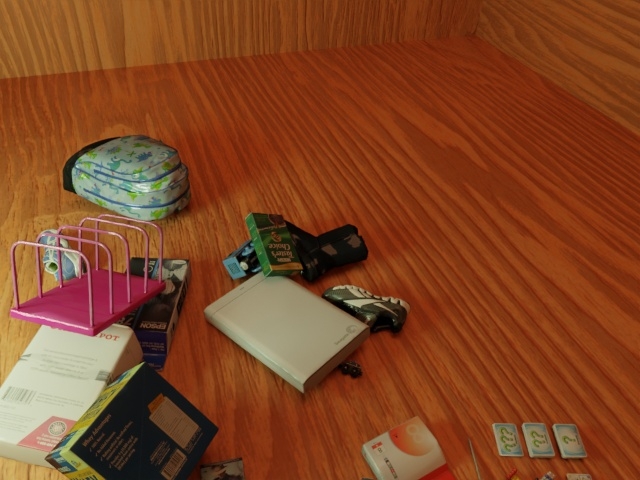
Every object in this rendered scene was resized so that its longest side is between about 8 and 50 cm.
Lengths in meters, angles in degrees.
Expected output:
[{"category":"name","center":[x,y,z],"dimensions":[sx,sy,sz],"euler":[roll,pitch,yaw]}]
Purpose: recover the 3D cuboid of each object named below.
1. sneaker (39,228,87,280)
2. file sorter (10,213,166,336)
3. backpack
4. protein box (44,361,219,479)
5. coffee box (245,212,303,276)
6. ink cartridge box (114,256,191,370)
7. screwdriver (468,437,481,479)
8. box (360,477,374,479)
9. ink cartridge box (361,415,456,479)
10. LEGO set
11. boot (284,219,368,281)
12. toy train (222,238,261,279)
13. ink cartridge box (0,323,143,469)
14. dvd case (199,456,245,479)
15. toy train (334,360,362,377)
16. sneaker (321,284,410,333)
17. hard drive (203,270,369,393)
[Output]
[{"category":"sneaker","center":[-0.732,0.037,1.461],"dimensions":[0.211,0.080,0.081],"euler":[34,46,32]},{"category":"file sorter","center":[-0.515,0.059,1.206],"dimensions":[0.202,0.182,0.290],"euler":[10,17,12]},{"category":"backpack","center":[-0.573,-0.199,1.651],"dimensions":[0.356,0.273,0.290],"euler":[37,42,17]},{"category":"protein box","center":[-0.342,0.375,0.979],"dimensions":[0.201,0.136,0.199],"euler":[47,43,-13]},{"category":"coffee box","center":[-0.126,0.011,1.442],"dimensions":[0.113,0.040,0.184],"euler":[3,57,-42]},{"category":"ink cartridge box","center":[-0.441,0.174,1.339],"dimensions":[0.166,0.065,0.332],"euler":[3,41,-2]},{"category":"screwdriver","center":[0.323,0.475,1.073],"dimensions":[0.024,0.025,0.169],"euler":[2,41,-2]},{"category":"box","center":[0.052,0.535,0.924],"dimensions":[0.207,0.036,0.114],"euler":[-35,93,-37]},{"category":"ink cartridge box","center":[0.189,0.461,1.065],"dimensions":[0.146,0.045,0.179],"euler":[-19,43,-23]},{"category":"LEGO set","center":[0.465,0.472,1.066],"dimensions":[0.183,0.060,0.244],"euler":[1,41,3]},{"category":"boot","center":[0.000,0.000,1.550],"dimensions":[0.207,0.094,0.246],"euler":[-22,50,-24]},{"category":"toy train","center":[-0.190,0.035,1.493],"dimensions":[0.105,0.080,0.184],"euler":[-17,19,32]},{"category":"ink cartridge box","center":[-0.528,0.312,1.104],"dimensions":[0.208,0.117,0.282],"euler":[9,48,7]},{"category":"dvd case","center":[-0.187,0.487,1.027],"dimensions":[0.087,0.013,0.119],"euler":[-6,41,-11]},{"category":"toy train","center":[0.029,0.288,1.269],"dimensions":[0.159,0.027,0.036],"euler":[18,32,17]},{"category":"sneaker","center":[0.112,0.181,1.360],"dimensions":[0.235,0.078,0.106],"euler":[13,39,7]},{"category":"hard drive","center":[-0.088,0.205,1.313],"dimensions":[0.353,0.047,0.233],"euler":[28,45,34]}]
